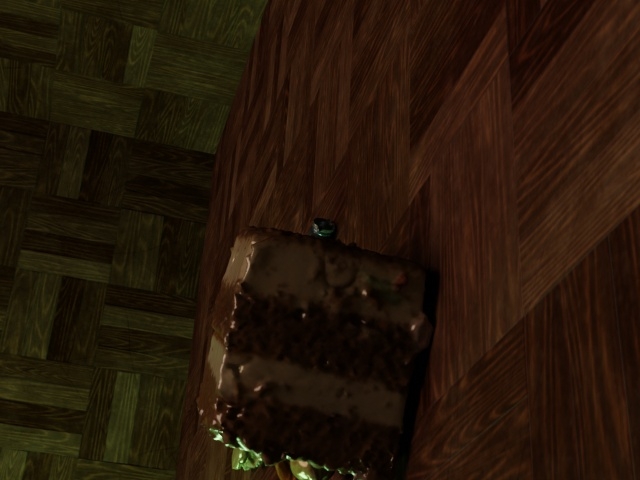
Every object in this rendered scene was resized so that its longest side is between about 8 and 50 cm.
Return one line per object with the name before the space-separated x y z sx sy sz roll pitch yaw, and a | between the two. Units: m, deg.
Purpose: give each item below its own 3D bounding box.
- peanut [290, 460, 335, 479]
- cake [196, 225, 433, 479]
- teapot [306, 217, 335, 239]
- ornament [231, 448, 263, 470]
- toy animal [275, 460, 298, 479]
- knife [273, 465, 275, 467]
peanut | -0.009 0.311 1.545 0.174 0.080 0.080 -62 -16 -83
cake | -0.015 0.141 1.385 0.282 0.255 0.290 177 107 -79
teapot | 0.002 0.003 1.912 0.049 0.063 0.083 44 125 37
ornament | -0.143 0.392 2.200 0.201 0.059 0.180 130 151 -70
toy animal | -0.049 0.407 1.711 0.255 0.114 0.116 -67 -19 -8
knife | -0.064 0.335 1.964 0.045 0.021 0.222 -104 28 -57
